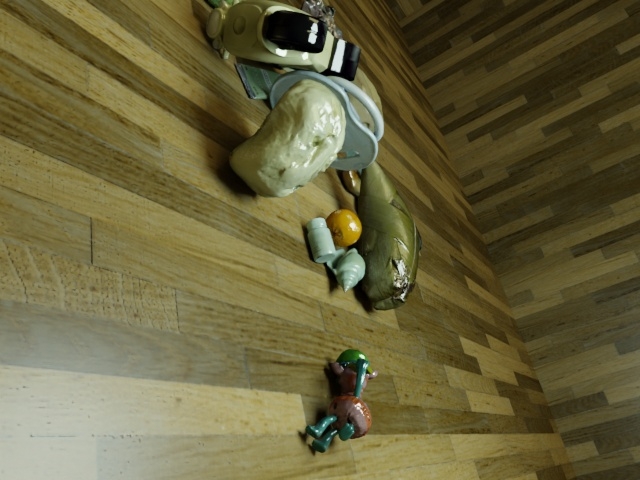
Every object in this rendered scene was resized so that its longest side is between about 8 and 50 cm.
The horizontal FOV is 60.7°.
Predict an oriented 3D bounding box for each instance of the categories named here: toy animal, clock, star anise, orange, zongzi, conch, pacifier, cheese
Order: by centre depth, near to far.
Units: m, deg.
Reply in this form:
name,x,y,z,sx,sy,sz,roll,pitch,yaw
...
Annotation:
name,x,y,z,sx,sy,sz,roll,pitch,yaw
toy animal,0.046,0.251,0.884,0.100,0.103,0.208,21,27,11
clock,-0.070,-0.407,1.137,0.379,0.276,0.120,-9,113,-69
conch,0.048,0.058,1.142,0.180,0.088,0.065,-81,-177,-63
pacifier,0.001,-0.218,1.170,0.287,0.238,0.225,48,58,-40
orange,0.047,-0.028,1.182,0.070,0.083,0.083,-20,84,-50
zongzi,0.129,-0.026,1.237,0.274,0.145,0.300,-68,140,-58
cheese,0.114,-0.429,1.680,0.235,0.117,0.218,64,22,-8
star anise,0.016,-0.681,1.757,0.229,0.093,0.236,-6,70,-64

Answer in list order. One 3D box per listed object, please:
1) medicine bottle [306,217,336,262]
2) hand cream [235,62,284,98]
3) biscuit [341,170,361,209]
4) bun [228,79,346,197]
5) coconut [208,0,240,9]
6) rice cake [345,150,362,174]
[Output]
name,x,y,z,sx,sy,sz,roll,pitch,yaw
medicine bottle,0.000,0.000,1.102,0.047,0.047,0.083,23,46,-56
hand cream,-0.102,-0.354,1.249,0.235,0.055,0.086,-14,76,-58
biscuit,0.130,-0.132,1.499,0.164,0.047,0.208,61,25,0
bun,-0.046,-0.167,0.955,0.145,0.229,0.229,40,26,0
coconut,-0.205,-0.538,1.173,0.096,0.088,0.088,15,53,-51
rice cake,0.154,-0.163,1.460,0.290,0.051,0.081,53,27,-19
